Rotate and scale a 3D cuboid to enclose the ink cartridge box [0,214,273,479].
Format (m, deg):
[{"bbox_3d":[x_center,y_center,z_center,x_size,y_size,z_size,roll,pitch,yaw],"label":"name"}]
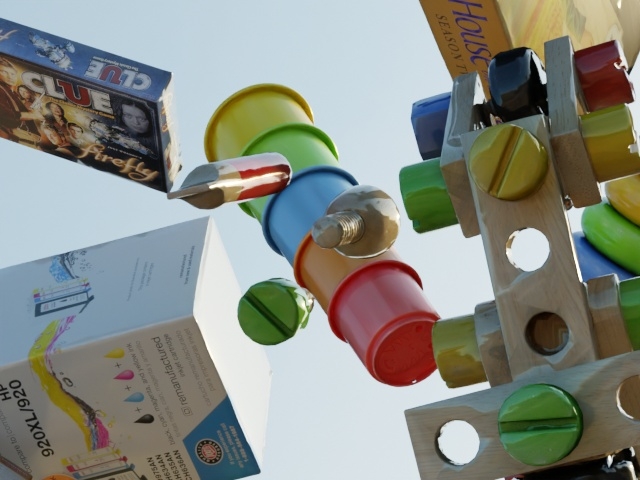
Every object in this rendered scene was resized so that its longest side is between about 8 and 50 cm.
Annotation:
[{"bbox_3d":[-0.180,0.114,1.694,0.233,0.168,0.171,-15,-61,11],"label":"ink cartridge box"}]

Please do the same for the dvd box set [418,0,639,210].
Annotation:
[{"bbox_3d":[0.150,-0.251,1.260,0.307,0.062,0.420,-65,-27,-21],"label":"dvd box set"}]

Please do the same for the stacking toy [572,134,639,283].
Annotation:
[{"bbox_3d":[0.265,-0.004,1.612,0.141,0.141,0.330,6,-62,-49],"label":"stacking toy"}]

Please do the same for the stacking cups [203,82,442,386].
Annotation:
[{"bbox_3d":[0.000,0.000,1.493,0.096,0.316,0.096,-11,-52,-15],"label":"stacking cups"}]

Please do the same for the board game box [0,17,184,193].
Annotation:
[{"bbox_3d":[-0.264,-0.144,2.048,0.165,0.243,0.042,88,-157,-57],"label":"board game box"}]

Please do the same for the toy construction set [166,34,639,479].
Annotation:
[{"bbox_3d":[0.071,0.019,0.955,0.237,0.309,0.257,-16,-63,-72],"label":"toy construction set"}]

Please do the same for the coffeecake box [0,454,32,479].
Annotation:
[{"bbox_3d":[-0.299,0.239,1.536,0.142,0.068,0.185,-56,2,3],"label":"coffeecake box"}]
